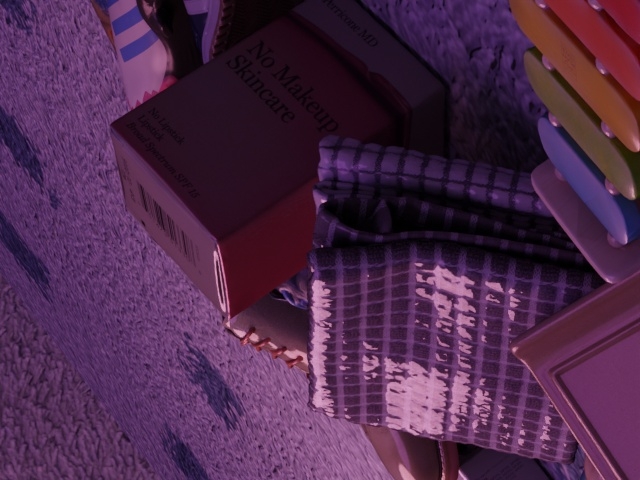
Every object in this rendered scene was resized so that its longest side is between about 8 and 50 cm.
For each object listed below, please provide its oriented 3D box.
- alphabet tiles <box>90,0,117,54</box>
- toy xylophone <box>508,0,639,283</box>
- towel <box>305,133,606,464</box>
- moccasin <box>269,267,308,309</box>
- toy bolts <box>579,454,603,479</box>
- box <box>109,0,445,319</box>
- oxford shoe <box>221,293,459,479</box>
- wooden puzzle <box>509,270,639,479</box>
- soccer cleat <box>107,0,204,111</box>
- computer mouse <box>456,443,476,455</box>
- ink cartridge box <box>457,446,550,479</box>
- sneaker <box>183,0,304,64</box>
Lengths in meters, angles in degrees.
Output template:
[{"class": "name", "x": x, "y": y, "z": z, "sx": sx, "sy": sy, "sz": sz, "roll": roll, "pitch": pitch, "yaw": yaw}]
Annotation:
[{"class": "alphabet tiles", "x": -0.190, "y": -0.254, "z": 1.947, "sx": 0.285, "sy": 0.011, "sz": 0.342, "roll": 28, "pitch": 148, "yaw": 54}, {"class": "toy xylophone", "x": 0.183, "y": -0.105, "z": 1.099, "sx": 0.236, "sy": 0.081, "sz": 0.323, "roll": 55, "pitch": 166, "yaw": 50}, {"class": "towel", "x": 0.104, "y": 0.060, "z": 1.436, "sx": 0.235, "sy": 0.121, "sz": 0.284, "roll": 11, "pitch": 147, "yaw": 9}, {"class": "moccasin", "x": 0.000, "y": 0.000, "z": 1.656, "sx": 0.342, "sy": 0.138, "sz": 0.117, "roll": 39, "pitch": 140, "yaw": 4}, {"class": "toy bolts", "x": 0.273, "y": 0.246, "z": 1.409, "sx": 0.158, "sy": 0.218, "sz": 0.228, "roll": 58, "pitch": -161, "yaw": -56}, {"class": "box", "x": -0.032, "y": -0.074, "z": 1.509, "sx": 0.148, "sy": 0.232, "sz": 0.127, "roll": 46, "pitch": 160, "yaw": 26}, {"class": "oxford shoe", "x": -0.015, "y": 0.083, "z": 1.758, "sx": 0.397, "sy": 0.146, "sz": 0.140, "roll": 57, "pitch": 156, "yaw": 11}, {"class": "wooden puzzle", "x": 0.273, "y": 0.118, "z": 1.283, "sx": 0.239, "sy": 0.044, "sz": 0.221, "roll": 53, "pitch": 133, "yaw": -1}, {"class": "soccer cleat", "x": -0.146, "y": -0.208, "z": 1.788, "sx": 0.143, "sy": 0.116, "sz": 0.331, "roll": 58, "pitch": 161, "yaw": 29}, {"class": "computer mouse", "x": 0.107, "y": 0.127, "z": 1.818, "sx": 0.262, "sy": 0.060, "sz": 0.184, "roll": 132, "pitch": 119, "yaw": -69}, {"class": "ink cartridge box", "x": 0.192, "y": 0.277, "z": 1.823, "sx": 0.175, "sy": 0.072, "sz": 0.127, "roll": 54, "pitch": 162, "yaw": 4}, {"class": "sneaker", "x": -0.102, "y": -0.252, "z": 1.590, "sx": 0.153, "sy": 0.099, "sz": 0.282, "roll": 44, "pitch": 158, "yaw": 33}]
